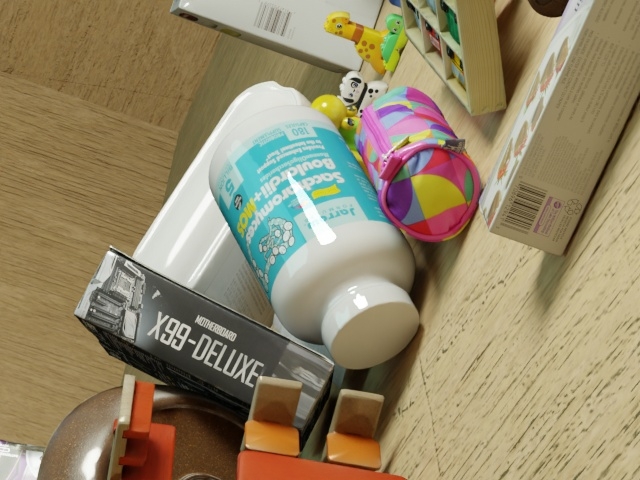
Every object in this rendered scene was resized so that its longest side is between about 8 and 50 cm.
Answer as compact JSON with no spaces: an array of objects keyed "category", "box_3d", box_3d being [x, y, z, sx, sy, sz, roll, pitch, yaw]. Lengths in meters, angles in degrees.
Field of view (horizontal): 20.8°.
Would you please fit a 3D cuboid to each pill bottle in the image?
[{"category":"pill bottle","box_3d":[0.000,0.000,1.702,0.264,0.146,0.146,59,136,38]}]

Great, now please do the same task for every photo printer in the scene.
[{"category":"photo printer","box_3d":[-0.086,-0.021,2.076,0.308,0.107,0.256,-59,-25,-20]}]

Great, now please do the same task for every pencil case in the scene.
[{"category":"pencil case","box_3d":[0.089,-0.078,1.670,0.236,0.104,0.104,-107,37,-73]}]

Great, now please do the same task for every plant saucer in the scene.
[{"category":"plant saucer","box_3d":[-0.111,0.260,1.586,0.050,0.310,0.311,-40,29,39]}]

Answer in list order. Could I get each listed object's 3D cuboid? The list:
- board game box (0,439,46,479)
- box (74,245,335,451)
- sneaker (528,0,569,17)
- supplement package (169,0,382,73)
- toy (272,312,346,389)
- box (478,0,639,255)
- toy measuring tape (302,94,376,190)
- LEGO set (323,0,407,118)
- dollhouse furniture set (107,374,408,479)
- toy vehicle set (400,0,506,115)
[{"category":"board game box","box_3d":[-0.193,0.319,1.755,0.056,0.346,0.208,95,-176,-56]},{"category":"box","box_3d":[-0.109,0.119,1.760,0.077,0.242,0.307,-63,-5,-10]},{"category":"sneaker","box_3d":[0.212,-0.227,1.391,0.188,0.066,0.071,123,161,-54]},{"category":"supplement package","box_3d":[-0.049,-0.366,2.400,0.145,0.261,0.204,-154,82,-79]},{"category":"toy","box_3d":[0.015,0.062,1.878,0.237,0.056,0.137,-140,61,-69]},{"category":"box","box_3d":[0.209,-0.145,1.276,0.063,0.067,0.324,-97,27,-67]},{"category":"toy measuring tape","box_3d":[0.028,-0.042,2.003,0.330,0.121,0.121,87,-170,-49]},{"category":"LEGO set","box_3d":[0.059,-0.268,2.147,0.087,0.093,0.227,-96,26,-66]},{"category":"dollhouse furniture set","box_3d":[-0.049,0.206,1.458,0.262,0.259,0.135,-92,14,-59]},{"category":"toy vehicle set","box_3d":[0.117,-0.241,1.678,0.267,0.035,0.166,-115,14,-65]}]
